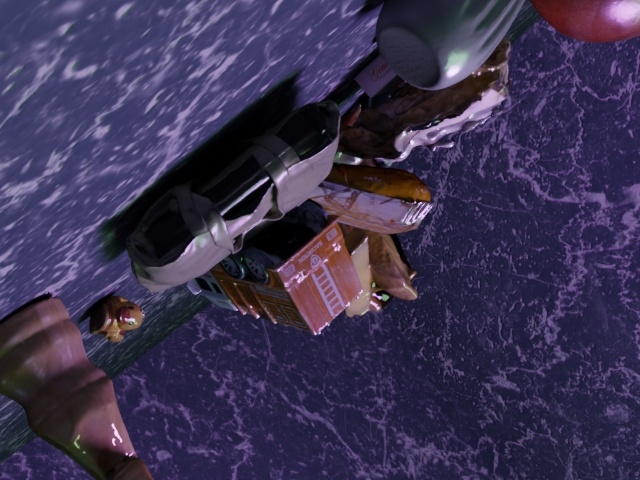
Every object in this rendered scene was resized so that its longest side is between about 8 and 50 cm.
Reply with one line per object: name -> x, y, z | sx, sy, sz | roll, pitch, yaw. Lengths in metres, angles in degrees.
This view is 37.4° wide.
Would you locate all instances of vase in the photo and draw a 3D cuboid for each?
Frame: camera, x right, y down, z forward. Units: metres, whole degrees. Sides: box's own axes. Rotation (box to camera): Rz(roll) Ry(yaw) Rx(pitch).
vase -> 0.172, -0.283, 1.063 | 0.248, 0.128, 0.128 | -48, -179, -20

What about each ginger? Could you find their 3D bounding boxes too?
ginger -> 0.000, 0.000, 1.958 | 0.413, 0.358, 0.211 | -4, -170, 43

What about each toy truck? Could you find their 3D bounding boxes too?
toy truck -> -0.085, 0.035, 1.376 | 0.136, 0.162, 0.305 | -41, -152, -27

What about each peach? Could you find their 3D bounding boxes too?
peach -> 0.389, -0.384, 1.259 | 0.252, 0.252, 0.252 | -40, 178, -1

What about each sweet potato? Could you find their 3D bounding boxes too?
sweet potato -> 0.055, -0.212, 1.701 | 0.049, 0.049, 0.117 | -39, 168, -30

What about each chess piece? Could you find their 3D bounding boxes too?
chess piece -> -0.280, 0.218, 1.125 | 0.137, 0.301, 0.137 | -37, 178, -2

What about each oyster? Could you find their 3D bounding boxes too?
oyster -> 0.143, -0.190, 1.417 | 0.351, 0.115, 0.238 | -32, 173, 29

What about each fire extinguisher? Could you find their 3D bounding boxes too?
fire extinguisher -> 0.118, -0.227, 1.765 | 0.294, 0.093, 0.118 | 138, -24, -87

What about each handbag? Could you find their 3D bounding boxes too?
handbag -> -0.106, -0.051, 1.160 | 0.316, 0.109, 0.253 | -37, 177, -6

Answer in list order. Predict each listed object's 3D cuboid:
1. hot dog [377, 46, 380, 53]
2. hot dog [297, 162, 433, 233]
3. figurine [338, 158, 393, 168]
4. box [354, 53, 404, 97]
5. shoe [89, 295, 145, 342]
hot dog -> 0.142, -0.275, 1.263 | 0.099, 0.065, 0.147 | 18, -133, 38
hot dog -> 0.032, -0.075, 1.416 | 0.162, 0.270, 0.082 | 138, -37, -72
figurine -> 0.118, -0.184, 2.363 | 0.192, 0.147, 0.126 | -54, 159, 21
box -> 0.121, -0.273, 1.442 | 0.100, 0.048, 0.152 | -38, -179, 26
shoe -> -0.330, 0.124, 1.525 | 0.069, 0.072, 0.109 | 8, 142, -32
